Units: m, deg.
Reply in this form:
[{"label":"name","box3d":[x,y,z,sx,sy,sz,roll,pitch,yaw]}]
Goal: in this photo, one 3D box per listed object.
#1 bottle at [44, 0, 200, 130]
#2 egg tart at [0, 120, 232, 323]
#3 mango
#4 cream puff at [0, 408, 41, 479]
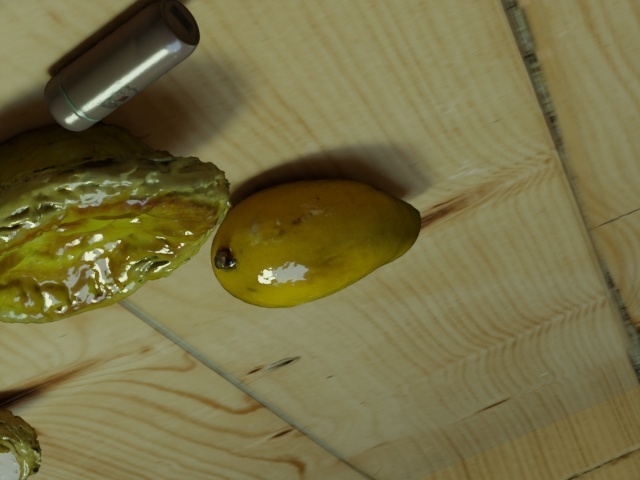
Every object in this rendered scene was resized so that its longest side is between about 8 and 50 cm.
[{"label":"bottle","box3d":[-0.161,-0.141,1.572,0.140,0.053,0.053,-31,159,29]},{"label":"egg tart","box3d":[-0.226,-0.024,1.729,0.294,0.116,0.295,-18,163,-6]},{"label":"mango","box3d":[0.000,0.000,2.045,0.176,0.119,0.317,-37,164,32]},{"label":"cream puff","box3d":[-0.398,0.249,2.297,0.133,0.104,0.119,-27,129,-4]}]
